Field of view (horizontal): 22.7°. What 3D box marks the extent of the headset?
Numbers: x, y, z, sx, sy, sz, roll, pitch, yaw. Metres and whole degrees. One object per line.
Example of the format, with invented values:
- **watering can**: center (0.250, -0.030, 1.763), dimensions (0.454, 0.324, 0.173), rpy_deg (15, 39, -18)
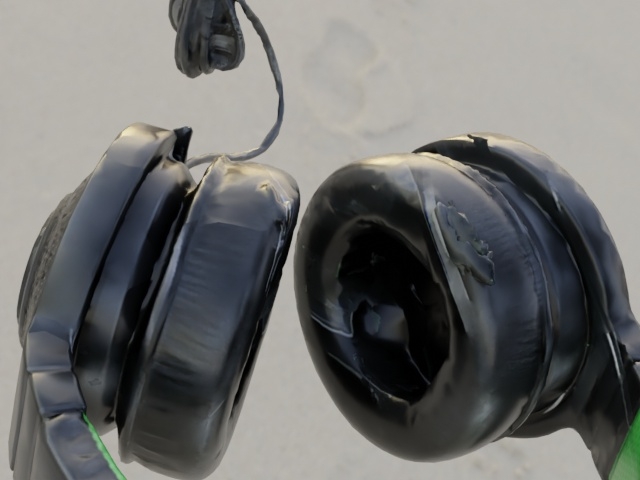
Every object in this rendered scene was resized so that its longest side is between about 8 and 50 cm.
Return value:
- **headset**: center (0.000, 0.000, 0.614), dimensions (0.243, 0.185, 0.394), rpy_deg (0, 37, -21)
